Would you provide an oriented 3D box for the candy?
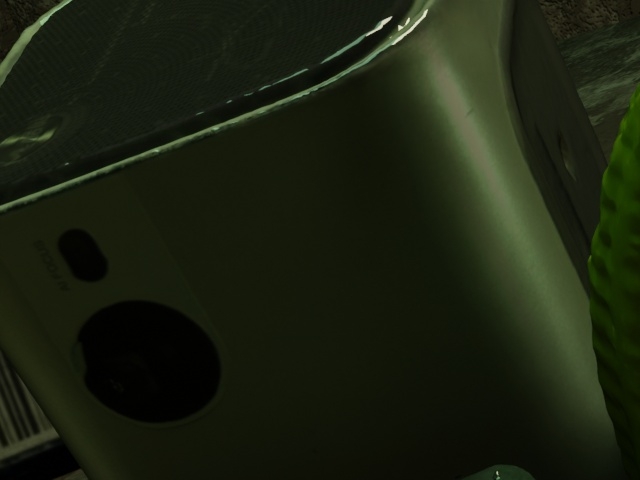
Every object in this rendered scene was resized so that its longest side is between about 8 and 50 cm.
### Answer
[{"bbox_3d":[0.146,0.022,0.638,0.096,0.209,0.097,-11,37,8],"label":"candy"}]

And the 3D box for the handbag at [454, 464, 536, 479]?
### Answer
[{"bbox_3d":[-0.037,0.176,0.553,0.260,0.079,0.247,-20,8,12],"label":"handbag"}]

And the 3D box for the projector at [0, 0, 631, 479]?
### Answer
[{"bbox_3d":[0.000,0.000,0.791,0.248,0.249,0.248,-19,27,20],"label":"projector"}]

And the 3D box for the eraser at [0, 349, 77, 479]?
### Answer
[{"bbox_3d":[-0.140,0.059,1.239,0.332,0.155,0.101,-22,8,-8],"label":"eraser"}]
